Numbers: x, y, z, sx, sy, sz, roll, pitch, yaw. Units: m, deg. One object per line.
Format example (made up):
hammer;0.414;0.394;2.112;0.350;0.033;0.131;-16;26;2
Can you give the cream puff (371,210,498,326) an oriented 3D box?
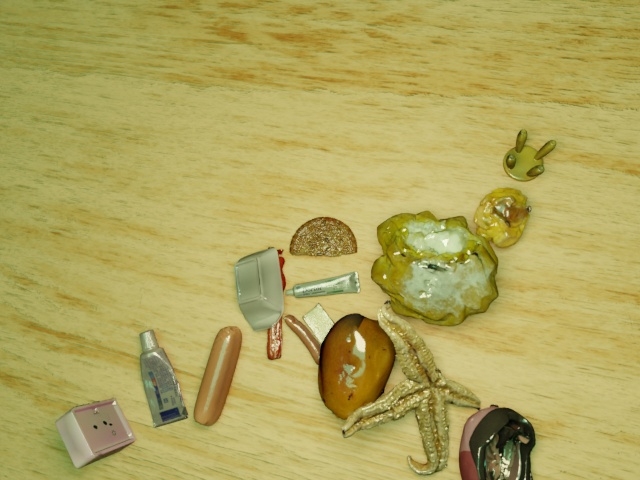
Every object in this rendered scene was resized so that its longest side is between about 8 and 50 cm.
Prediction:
cream puff;0.303;0.075;1.250;0.324;0.270;0.274;8;114;12

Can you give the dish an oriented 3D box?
dish;-0.188;0.143;1.355;0.154;0.064;0.234;-18;73;30

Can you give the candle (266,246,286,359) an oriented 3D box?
candle;-0.130;0.184;1.377;0.051;0.048;0.328;-5;78;25

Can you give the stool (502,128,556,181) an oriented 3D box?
stool;0.579;-0.234;1.310;0.135;0.110;0.134;-19;77;6

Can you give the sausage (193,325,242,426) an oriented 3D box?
sausage;-0.293;0.386;1.341;0.086;0.086;0.288;15;81;12

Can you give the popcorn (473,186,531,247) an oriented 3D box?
popcorn;0.496;-0.064;1.280;0.149;0.152;0.167;6;89;-9

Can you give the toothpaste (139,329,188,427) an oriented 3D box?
toothpaste;-0.479;0.404;1.388;0.099;0.069;0.282;-22;84;36

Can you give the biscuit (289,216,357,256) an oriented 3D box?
biscuit;0.007;-0.011;1.403;0.206;0.025;0.125;-2;78;9

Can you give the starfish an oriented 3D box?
starfish;0.213;0.398;1.182;0.432;0.082;0.324;42;83;-22

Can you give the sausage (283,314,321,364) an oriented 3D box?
sausage;-0.041;0.284;1.340;0.047;0.040;0.176;-28;72;-38

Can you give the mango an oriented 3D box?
mango;0.088;0.336;1.247;0.201;0.153;0.287;10;87;22

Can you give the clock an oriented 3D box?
clock;-0.626;0.533;1.310;0.063;0.197;0.150;-36;75;3

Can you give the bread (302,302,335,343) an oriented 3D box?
bread;0.016;0.259;1.345;0.068;0.028;0.153;-38;76;0

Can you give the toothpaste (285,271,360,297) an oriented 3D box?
toothpaste;0.006;0.137;1.368;0.218;0.041;0.064;-9;89;5

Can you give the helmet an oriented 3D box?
helmet;0.421;0.533;1.159;0.199;0.154;0.253;18;93;-28
